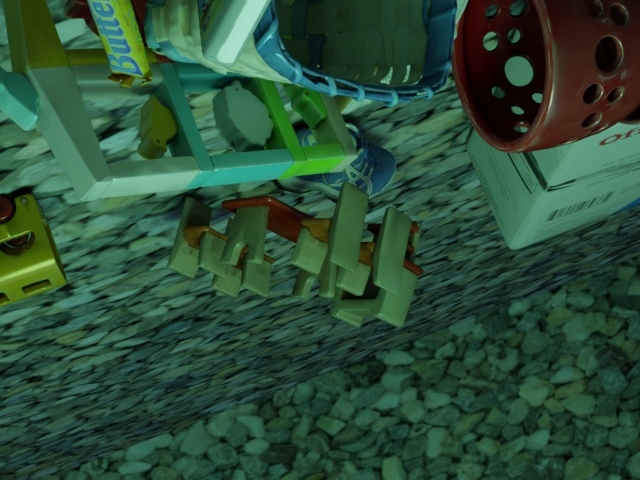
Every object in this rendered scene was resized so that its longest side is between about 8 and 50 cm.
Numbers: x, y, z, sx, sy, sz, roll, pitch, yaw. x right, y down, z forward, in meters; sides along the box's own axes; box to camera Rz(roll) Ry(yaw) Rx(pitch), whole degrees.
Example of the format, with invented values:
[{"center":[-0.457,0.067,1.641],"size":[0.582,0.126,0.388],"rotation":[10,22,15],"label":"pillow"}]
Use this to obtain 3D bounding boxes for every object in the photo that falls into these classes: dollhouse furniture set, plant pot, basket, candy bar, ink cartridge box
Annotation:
[{"center":[0.000,0.000,1.579],"size":[0.262,0.135,0.259],"rotation":[-3,158,43],"label":"dollhouse furniture set"},{"center":[0.241,-0.188,1.301],"size":[0.174,0.191,0.191],"rotation":[-11,162,-20],"label":"plant pot"},{"center":[0.033,-0.197,0.938],"size":[0.289,0.201,0.254],"rotation":[6,-177,34],"label":"basket"},{"center":[-0.151,-0.178,0.938],"size":[0.040,0.161,0.018],"rotation":[5,-146,32],"label":"candy bar"},{"center":[0.358,-0.161,1.612],"size":[0.285,0.166,0.395],"rotation":[-20,164,-10],"label":"ink cartridge box"}]

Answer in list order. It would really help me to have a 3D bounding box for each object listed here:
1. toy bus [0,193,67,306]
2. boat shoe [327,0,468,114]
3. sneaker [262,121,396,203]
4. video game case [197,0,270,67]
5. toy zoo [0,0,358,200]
[{"center":[-0.363,0.032,1.410],"size":[0.202,0.104,0.191],"rotation":[-34,160,37],"label":"toy bus"},{"center":[0.079,-0.200,1.258],"size":[0.096,0.098,0.277],"rotation":[-15,172,-24],"label":"boat shoe"},{"center":[0.029,-0.091,1.571],"size":[0.081,0.080,0.211],"rotation":[-29,165,34],"label":"sneaker"},{"center":[-0.020,-0.232,0.751],"size":[0.023,0.193,0.212],"rotation":[17,128,-23],"label":"video game case"},{"center":[-0.120,-0.129,1.036],"size":[0.293,0.192,0.030],"rotation":[-8,158,-40],"label":"toy zoo"}]
